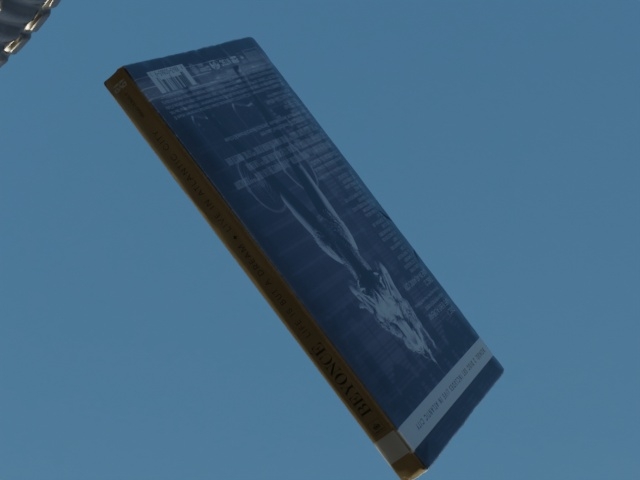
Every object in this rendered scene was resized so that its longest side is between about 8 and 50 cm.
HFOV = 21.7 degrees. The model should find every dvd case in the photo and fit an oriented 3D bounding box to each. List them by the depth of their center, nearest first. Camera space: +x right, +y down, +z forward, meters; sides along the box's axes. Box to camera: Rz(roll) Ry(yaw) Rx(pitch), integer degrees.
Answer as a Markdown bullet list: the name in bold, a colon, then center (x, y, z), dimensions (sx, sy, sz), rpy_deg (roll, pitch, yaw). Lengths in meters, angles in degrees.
- **dvd case**: center (0.000, 0.000, 0.801), dimensions (0.018, 0.164, 0.221), rpy_deg (-38, -92, 21)

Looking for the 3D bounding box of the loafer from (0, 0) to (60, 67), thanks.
- **loafer**: center (-0.182, -0.200, 0.884), dimensions (0.366, 0.134, 0.130), rpy_deg (-43, -103, 14)
